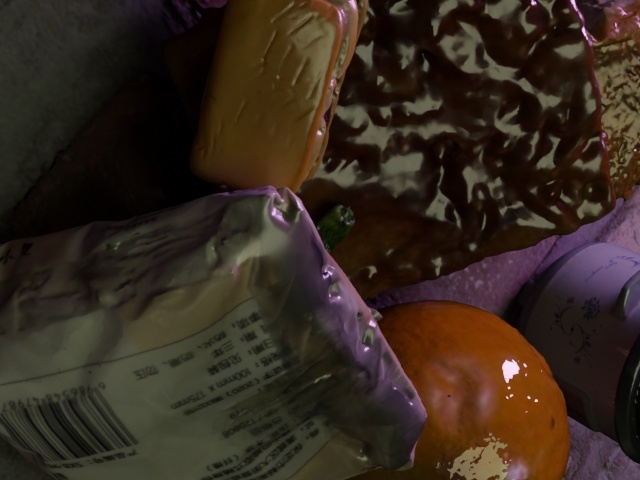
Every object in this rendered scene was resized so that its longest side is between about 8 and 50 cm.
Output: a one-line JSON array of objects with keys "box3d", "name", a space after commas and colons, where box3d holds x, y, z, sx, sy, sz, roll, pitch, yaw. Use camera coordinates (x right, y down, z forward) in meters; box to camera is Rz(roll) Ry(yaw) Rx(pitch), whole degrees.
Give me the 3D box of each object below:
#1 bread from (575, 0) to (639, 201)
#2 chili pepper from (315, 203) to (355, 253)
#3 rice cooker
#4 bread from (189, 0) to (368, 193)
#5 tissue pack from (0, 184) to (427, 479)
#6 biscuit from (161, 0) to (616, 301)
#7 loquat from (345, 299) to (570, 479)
[{"box3d": [0.342, -0.192, 1.330, 0.279, 0.225, 0.250, -21, 117, -17], "name": "bread"}, {"box3d": [0.000, 0.000, 1.056, 0.091, 0.030, 0.034, -45, 176, 18], "name": "chili pepper"}, {"box3d": [0.431, 0.151, 1.517, 0.264, 0.317, 0.316, -37, 129, -20], "name": "rice cooker"}, {"box3d": [-0.036, -0.136, 0.948, 0.116, 0.077, 0.200, 15, 111, -5], "name": "bread"}, {"box3d": [-0.125, 0.124, 1.042, 0.376, 0.195, 0.390, -11, 135, 17], "name": "tissue pack"}, {"box3d": [0.074, -0.124, 1.105, 0.395, 0.166, 0.342, -18, 124, 0], "name": "biscuit"}, {"box3d": [0.125, 0.228, 1.300, 0.328, 0.328, 0.328, -17, 120, -32], "name": "loquat"}]
